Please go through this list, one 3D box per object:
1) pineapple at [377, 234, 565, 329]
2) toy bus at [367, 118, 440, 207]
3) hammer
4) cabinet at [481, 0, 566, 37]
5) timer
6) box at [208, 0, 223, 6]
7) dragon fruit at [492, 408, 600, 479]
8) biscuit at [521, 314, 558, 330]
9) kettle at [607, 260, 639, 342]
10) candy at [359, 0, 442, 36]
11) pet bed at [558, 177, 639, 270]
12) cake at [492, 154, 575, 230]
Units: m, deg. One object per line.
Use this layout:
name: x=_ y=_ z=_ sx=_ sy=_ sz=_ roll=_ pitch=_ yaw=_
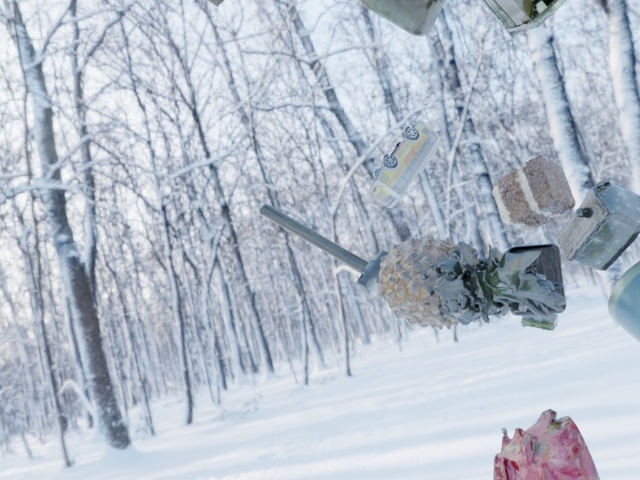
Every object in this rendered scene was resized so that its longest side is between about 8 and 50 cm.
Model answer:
pineapple: x=0.222 y=0.073 z=0.955 sx=0.169 sy=0.169 sz=0.340 roll=-11 pitch=6 yaw=-21
toy bus: x=0.224 y=-0.207 z=1.646 sx=0.268 sy=0.106 sz=0.092 roll=-52 pitch=-2 yaw=-31
hammer: x=0.000 y=0.000 z=1.512 sx=0.111 sy=0.366 sz=0.043 roll=-50 pitch=-24 yaw=-23
cabinet: x=0.365 y=-0.552 z=1.102 sx=0.227 sy=0.290 sz=0.318 roll=-40 pitch=8 yaw=17
timer: x=0.567 y=0.104 z=1.639 sx=0.144 sy=0.187 sz=0.055 roll=-5 pitch=-13 yaw=13
box: x=-0.225 y=-0.586 z=1.428 sx=0.090 sy=0.023 sz=0.133 roll=-41 pitch=9 yaw=11
dragon fruit: x=0.527 y=0.606 z=1.435 sx=0.249 sy=0.386 sz=0.370 roll=-11 pitch=30 yaw=8
biscuit: x=0.658 y=0.213 z=1.835 sx=0.099 sy=0.038 sz=0.322 roll=12 pitch=12 yaw=22
kettle: x=0.989 y=0.217 z=1.598 sx=0.320 sy=0.342 sz=0.247 roll=-5 pitch=-56 yaw=-21
candy: x=0.205 y=-0.632 z=1.642 sx=0.102 sy=0.234 sz=0.104 roll=-14 pitch=-43 yaw=-61
pet bed: x=0.753 y=-0.044 z=1.686 sx=0.159 sy=0.183 sz=0.210 roll=25 pitch=-43 yaw=2
cake: x=0.509 y=-0.110 z=1.488 sx=0.135 sy=0.134 sz=0.147 roll=7 pitch=-26 yaw=-43
